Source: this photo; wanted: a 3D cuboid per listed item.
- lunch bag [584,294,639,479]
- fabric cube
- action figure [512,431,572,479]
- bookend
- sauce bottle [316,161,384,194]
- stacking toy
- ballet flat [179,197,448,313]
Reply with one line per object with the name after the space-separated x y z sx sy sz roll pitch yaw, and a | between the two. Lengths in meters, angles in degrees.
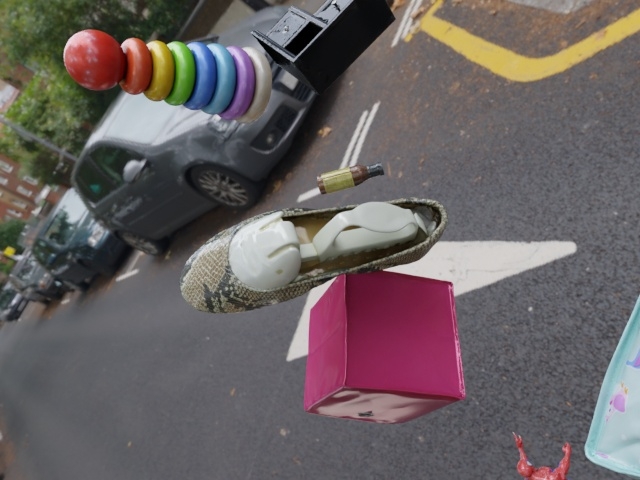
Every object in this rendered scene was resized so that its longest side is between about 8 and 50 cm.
0.399 0.115 0.457 0.160 0.224 0.262 4 74 69 | lunch bag
0.125 0.234 1.094 0.258 0.255 0.258 124 154 -56 | fabric cube
0.513 0.486 1.069 0.091 0.281 0.138 -44 28 41 | action figure
0.000 -0.321 0.761 0.157 0.072 0.156 -44 46 4 | bookend
0.058 -0.121 0.974 0.128 0.042 0.042 -12 40 8 | sauce bottle
-0.251 -0.285 0.858 0.141 0.331 0.141 5 96 49 | stacking toy
0.000 0.000 0.866 0.182 0.484 0.163 125 130 -69 | ballet flat
